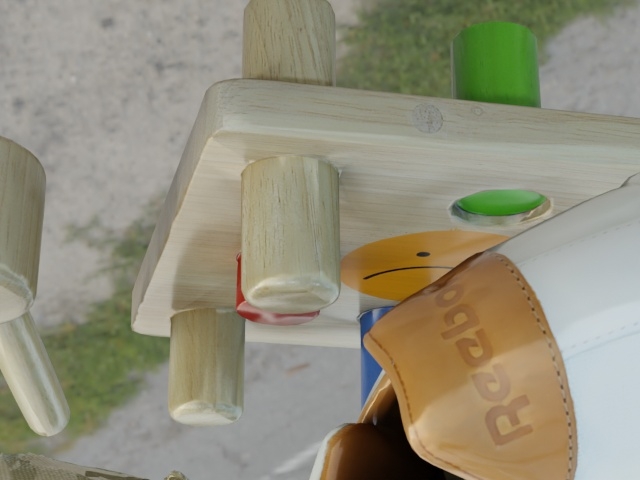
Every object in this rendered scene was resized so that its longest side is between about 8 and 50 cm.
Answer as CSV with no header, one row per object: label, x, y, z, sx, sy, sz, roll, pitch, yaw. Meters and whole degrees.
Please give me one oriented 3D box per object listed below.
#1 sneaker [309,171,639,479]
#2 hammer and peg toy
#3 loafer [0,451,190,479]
sneaker,0.049,0.088,0.426,0.123,0.106,0.290,-18,144,-11
hammer and peg toy,0.000,0.000,0.637,0.361,0.127,0.266,4,159,-12
loafer,-0.049,0.145,0.572,0.102,0.092,0.268,-43,141,1
